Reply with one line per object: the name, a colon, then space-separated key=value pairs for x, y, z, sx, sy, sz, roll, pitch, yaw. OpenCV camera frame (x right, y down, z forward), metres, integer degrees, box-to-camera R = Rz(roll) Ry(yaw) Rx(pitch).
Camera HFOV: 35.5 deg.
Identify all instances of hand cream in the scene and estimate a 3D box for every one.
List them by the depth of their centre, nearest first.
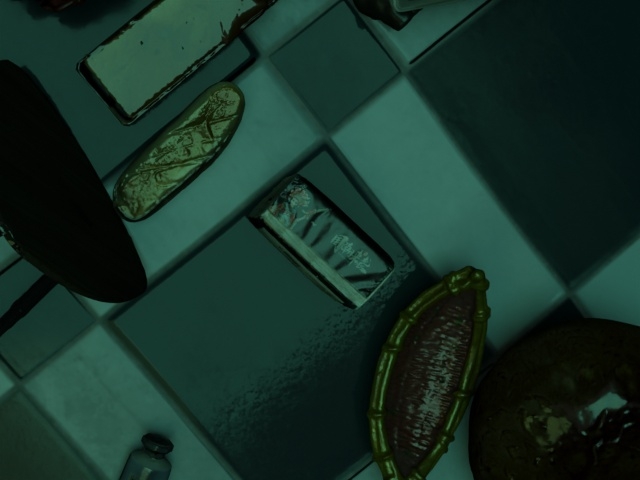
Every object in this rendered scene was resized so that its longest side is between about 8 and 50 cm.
hand cream: x=-0.251 y=0.368 z=1.269 sx=0.088 sy=0.055 sz=0.256 roll=19 pitch=95 yaw=-18

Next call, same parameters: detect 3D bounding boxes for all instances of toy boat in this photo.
toy boat: x=0.138 y=0.179 z=1.289 sx=0.141 sy=0.099 sz=0.318 roll=16 pitch=96 yaw=-10

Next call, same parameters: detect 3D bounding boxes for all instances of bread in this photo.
bread: x=-0.171 y=-0.107 z=1.230 sx=0.073 sy=0.053 sz=0.214 roll=44 pitch=91 yaw=-7

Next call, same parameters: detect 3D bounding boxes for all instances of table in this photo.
table: x=-0.401 y=-0.017 z=1.136 sx=0.249 sy=0.317 sz=0.317 roll=-27 pitch=100 yaw=9

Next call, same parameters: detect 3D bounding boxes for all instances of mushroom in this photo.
mushroom: x=0.349 y=0.261 z=1.269 sx=0.345 sy=0.239 sz=0.345 roll=0 pitch=86 yaw=4

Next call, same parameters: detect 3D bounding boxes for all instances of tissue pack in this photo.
tissue pack: x=0.001 y=0.001 z=1.243 sx=0.170 sy=0.103 sz=0.090 roll=44 pitch=84 yaw=-11

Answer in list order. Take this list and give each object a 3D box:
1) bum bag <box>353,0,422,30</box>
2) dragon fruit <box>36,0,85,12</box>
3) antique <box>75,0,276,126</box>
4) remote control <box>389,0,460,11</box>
bum bag: x=0.097 y=-0.423 z=1.225 sx=0.142 sy=0.080 sz=0.326 roll=-4 pitch=99 yaw=-6
dragon fruit: x=-0.296 y=-0.369 z=1.088 sx=0.299 sy=0.244 sz=0.244 roll=-24 pitch=99 yaw=-3
antique: x=-0.145 y=-0.269 z=1.200 sx=0.310 sy=0.087 sz=0.093 roll=-40 pitch=102 yaw=-3
remote control: x=0.208 y=-0.359 z=1.226 sx=0.313 sy=0.055 sz=0.109 roll=-16 pitch=112 yaw=-25
